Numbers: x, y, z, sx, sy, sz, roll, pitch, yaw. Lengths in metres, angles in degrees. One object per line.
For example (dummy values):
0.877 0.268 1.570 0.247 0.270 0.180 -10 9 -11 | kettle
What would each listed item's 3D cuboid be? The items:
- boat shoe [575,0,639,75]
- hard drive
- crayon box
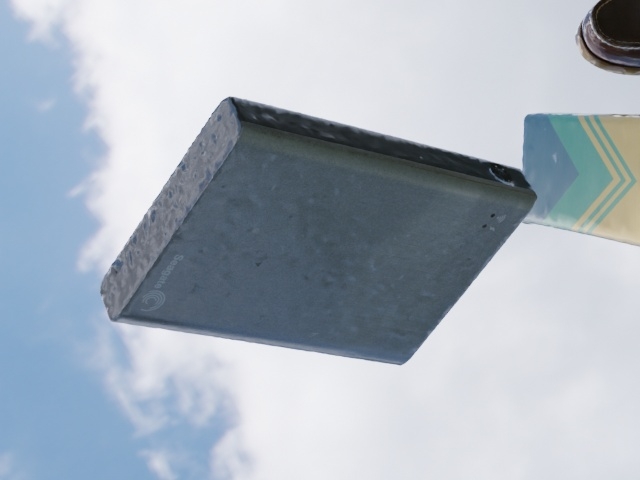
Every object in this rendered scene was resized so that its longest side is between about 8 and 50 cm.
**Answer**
0.291 -0.175 1.323 0.207 0.073 0.073 -13 -110 -15 | boat shoe
0.000 0.000 0.643 0.135 0.094 0.022 11 -142 -37 | hard drive
0.268 -0.036 1.103 0.202 0.318 0.081 1 -85 -13 | crayon box
